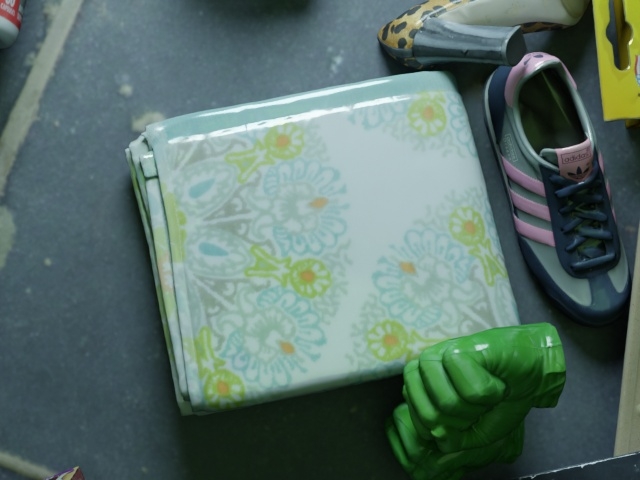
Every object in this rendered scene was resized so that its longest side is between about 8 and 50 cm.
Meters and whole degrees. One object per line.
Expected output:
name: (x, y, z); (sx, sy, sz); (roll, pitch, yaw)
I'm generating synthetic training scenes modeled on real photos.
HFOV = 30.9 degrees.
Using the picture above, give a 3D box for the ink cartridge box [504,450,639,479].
ink cartridge box: (0.261, 0.324, 1.206); (0.332, 0.065, 0.165); (-15, 59, 6)

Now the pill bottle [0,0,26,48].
pill bottle: (-0.363, -0.356, 1.193); (0.161, 0.161, 0.283); (12, 86, -5)

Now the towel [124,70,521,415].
towel: (0.000, 0.000, 1.232); (0.374, 0.090, 0.321); (-11, 79, -3)

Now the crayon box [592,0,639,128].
crayon box: (0.453, -0.237, 1.317); (0.318, 0.081, 0.202); (-4, 87, -7)

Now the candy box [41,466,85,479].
candy box: (-0.332, 0.295, 1.187); (0.186, 0.109, 0.053); (-21, 89, -6)

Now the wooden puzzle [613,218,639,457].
wooden puzzle: (0.494, 0.128, 1.262); (0.322, 0.080, 0.348); (5, 104, 7)

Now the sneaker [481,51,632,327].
sneaker: (0.265, -0.053, 1.261); (0.112, 0.131, 0.319); (-23, 90, -7)

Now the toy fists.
toy fists: (0.147, 0.177, 1.173); (0.142, 0.279, 0.096); (-6, 61, -10)

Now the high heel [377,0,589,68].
high heel: (0.191, -0.275, 1.304); (0.261, 0.186, 0.093); (-43, 130, -36)
